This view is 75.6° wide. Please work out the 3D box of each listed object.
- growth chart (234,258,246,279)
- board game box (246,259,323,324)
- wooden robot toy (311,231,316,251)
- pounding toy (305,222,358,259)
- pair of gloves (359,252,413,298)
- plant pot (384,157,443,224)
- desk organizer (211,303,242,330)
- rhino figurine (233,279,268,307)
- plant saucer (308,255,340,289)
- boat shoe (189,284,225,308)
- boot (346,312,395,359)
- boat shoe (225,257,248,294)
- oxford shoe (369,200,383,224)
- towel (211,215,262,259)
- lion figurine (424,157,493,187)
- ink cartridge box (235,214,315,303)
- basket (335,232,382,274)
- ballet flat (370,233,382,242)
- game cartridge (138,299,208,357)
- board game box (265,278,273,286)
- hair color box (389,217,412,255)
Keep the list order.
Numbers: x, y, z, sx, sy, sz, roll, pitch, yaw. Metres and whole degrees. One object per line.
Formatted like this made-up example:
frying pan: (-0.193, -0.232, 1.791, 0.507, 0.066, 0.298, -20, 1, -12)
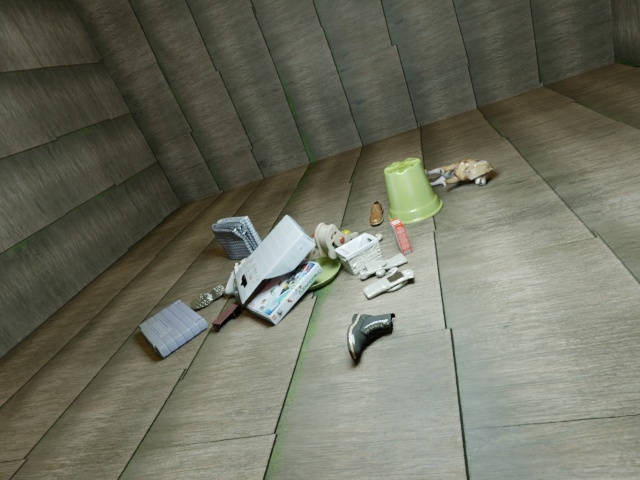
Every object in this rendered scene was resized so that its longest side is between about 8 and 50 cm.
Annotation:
growth chart: (-0.303, 0.125, 1.976, 0.237, 0.021, 0.172, -14, 34, 4)
board game box: (-0.150, 0.202, 1.733, 0.305, 0.053, 0.193, -47, 31, -23)
wooden robot toy: (0.000, 0.000, 2.102, 0.079, 0.076, 0.173, 1, 31, 23)
pounding toy: (0.028, -0.008, 1.842, 0.155, 0.154, 0.269, 11, 16, 44)
pair of gloves: (0.252, 0.127, 1.620, 0.204, 0.042, 0.240, -20, 22, 6)
plant pot: (0.432, -0.255, 2.023, 0.276, 0.254, 0.276, -19, 22, 8)
desk organizer: (-0.398, 0.329, 1.764, 0.050, 0.047, 0.130, -3, 30, 34)
rhino figurine: (-0.291, 0.203, 1.845, 0.243, 0.073, 0.106, -50, 34, -13)
plant saucer: (-0.019, 0.150, 1.822, 0.241, 0.037, 0.241, -20, 24, 9)
boat shoe: (-0.545, 0.280, 2.004, 0.178, 0.064, 0.060, -29, -7, -18)
boot: (0.163, 0.290, 1.308, 0.137, 0.077, 0.198, -9, 27, 18)
boat shoe: (-0.408, 0.181, 2.050, 0.088, 0.096, 0.267, -13, 32, 11)
oxford shoe: (0.284, -0.144, 2.146, 0.076, 0.076, 0.212, -14, 26, 16)
towel: (-0.471, -0.006, 2.331, 0.283, 0.235, 0.121, 0, 35, 45)
lion figurine: (0.690, -0.353, 2.160, 0.240, 0.142, 0.392, -20, 17, -13)
ink cartridge box: (-0.211, 0.089, 1.817, 0.385, 0.091, 0.308, -50, 25, 3)
basket: (0.167, 0.058, 1.770, 0.167, 0.103, 0.113, -28, 23, -15)
ballet flat: (0.205, 0.004, 1.921, 0.173, 0.049, 0.057, -21, 21, 5)
game cartridge: (-0.674, 0.392, 1.867, 0.230, 0.068, 0.355, -39, 27, -25)
board game box: (-0.225, 0.163, 1.971, 0.146, 0.045, 0.193, -3, 30, 39)
hair color box: (0.336, -0.016, 1.727, 0.043, 0.141, 0.072, -21, 23, 2)
